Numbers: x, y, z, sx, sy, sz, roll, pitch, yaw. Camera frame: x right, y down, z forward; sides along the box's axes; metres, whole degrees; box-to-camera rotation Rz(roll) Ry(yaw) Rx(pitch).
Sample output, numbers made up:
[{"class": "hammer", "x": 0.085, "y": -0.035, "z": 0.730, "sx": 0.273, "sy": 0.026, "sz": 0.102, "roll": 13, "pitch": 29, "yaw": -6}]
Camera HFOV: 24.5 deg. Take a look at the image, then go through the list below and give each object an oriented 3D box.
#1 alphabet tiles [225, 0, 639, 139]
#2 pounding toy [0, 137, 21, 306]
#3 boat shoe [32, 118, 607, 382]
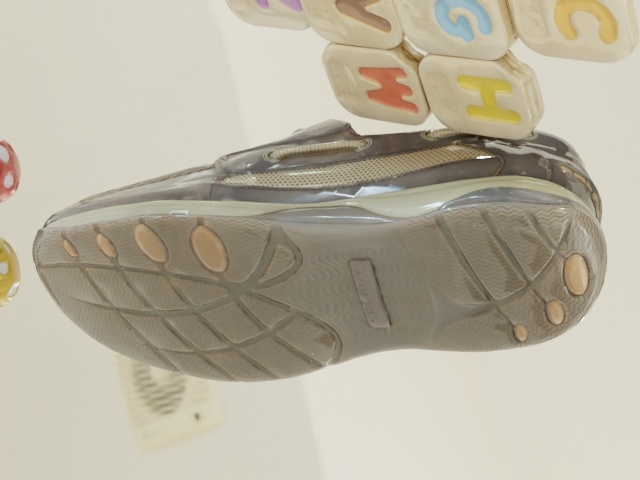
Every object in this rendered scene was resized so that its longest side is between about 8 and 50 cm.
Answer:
[{"class": "alphabet tiles", "x": 0.029, "y": -0.173, "z": 0.787, "sx": 0.278, "sy": 0.021, "sz": 0.284, "roll": 12, "pitch": -41, "yaw": 36}, {"class": "pounding toy", "x": -0.271, "y": 0.005, "z": 1.066, "sx": 0.237, "sy": 0.110, "sz": 0.183, "roll": -94, "pitch": 174, "yaw": -57}, {"class": "boat shoe", "x": 0.000, "y": 0.000, "z": 0.908, "sx": 0.355, "sy": 0.130, "sz": 0.132, "roll": -1, "pitch": -55, "yaw": 16}]
